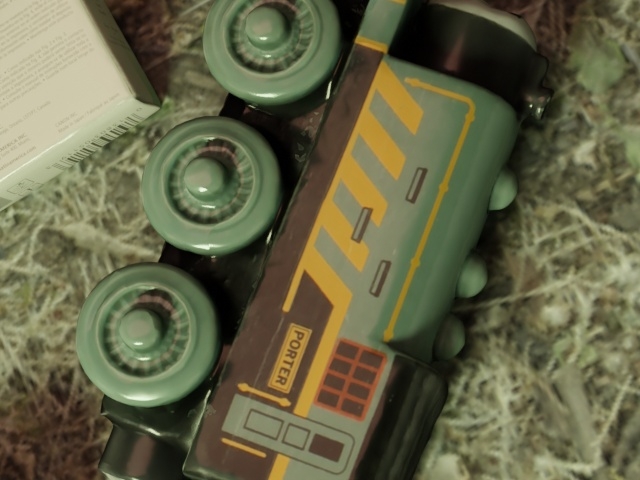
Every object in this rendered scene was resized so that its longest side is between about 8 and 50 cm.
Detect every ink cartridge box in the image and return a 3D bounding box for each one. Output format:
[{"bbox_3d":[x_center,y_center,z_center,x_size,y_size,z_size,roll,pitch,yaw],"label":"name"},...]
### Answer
[{"bbox_3d":[-0.231,-0.132,1.063,0.181,0.056,0.225,-31,78,9],"label":"ink cartridge box"}]

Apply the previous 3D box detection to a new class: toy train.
[{"bbox_3d":[0.000,0.000,0.929,0.190,0.142,0.334,20,79,11],"label":"toy train"}]
